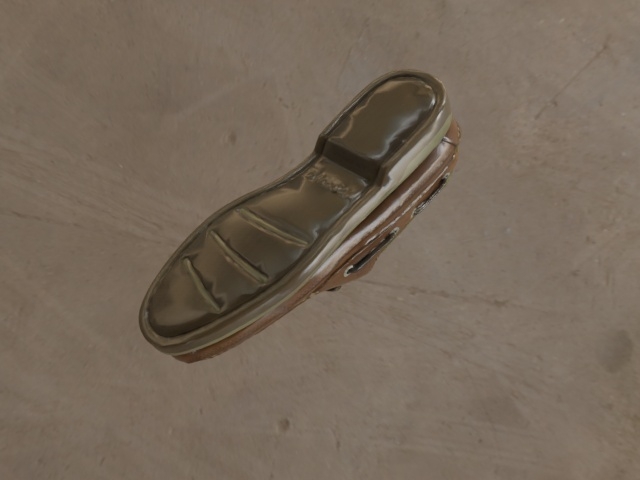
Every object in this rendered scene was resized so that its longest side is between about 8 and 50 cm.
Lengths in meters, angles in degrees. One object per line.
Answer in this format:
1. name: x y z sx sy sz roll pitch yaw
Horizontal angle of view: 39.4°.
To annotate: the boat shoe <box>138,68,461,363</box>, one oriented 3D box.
1. boat shoe: 0.000 0.000 0.717 0.307 0.104 0.111 -39 50 -9
